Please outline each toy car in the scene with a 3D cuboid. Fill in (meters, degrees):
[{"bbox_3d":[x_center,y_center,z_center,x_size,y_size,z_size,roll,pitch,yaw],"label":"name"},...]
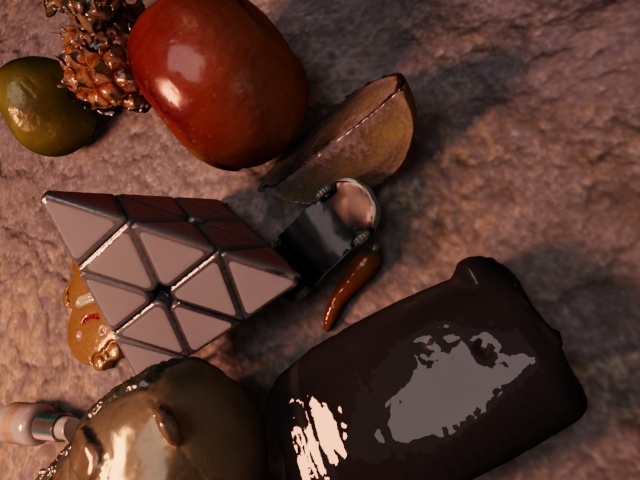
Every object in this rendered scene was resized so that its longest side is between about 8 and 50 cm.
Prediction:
[{"bbox_3d":[0.000,0.000,0.676,0.205,0.056,0.095,-45,75,21],"label":"toy car"}]

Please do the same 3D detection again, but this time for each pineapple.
[{"bbox_3d":[-0.370,-0.395,0.825,0.263,0.271,0.262,-1,63,1],"label":"pineapple"}]

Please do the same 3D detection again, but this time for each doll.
[{"bbox_3d":[-0.233,0.304,0.639,0.350,0.247,0.247,-30,65,30],"label":"doll"}]

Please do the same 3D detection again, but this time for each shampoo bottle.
[{"bbox_3d":[-0.501,0.328,0.877,0.192,0.074,0.074,-8,74,29],"label":"shampoo bottle"}]

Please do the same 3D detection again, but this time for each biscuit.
[{"bbox_3d":[-0.410,0.114,0.902,0.184,0.035,0.248,-15,72,26],"label":"biscuit"}]

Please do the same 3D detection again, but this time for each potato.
[{"bbox_3d":[0.045,-0.129,0.689,0.261,0.100,0.120,-30,28,36],"label":"potato"}]

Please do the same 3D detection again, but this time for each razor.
[{"bbox_3d":[0.098,0.174,0.553,0.349,0.113,0.204,-35,61,18],"label":"razor"}]

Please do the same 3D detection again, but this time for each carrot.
[{"bbox_3d":[0.039,0.062,0.662,0.035,0.035,0.142,41,106,30],"label":"carrot"}]

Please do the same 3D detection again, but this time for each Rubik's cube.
[{"bbox_3d":[-0.188,0.032,0.667,0.233,0.229,0.228,-25,77,-19],"label":"Rubik's cube"}]

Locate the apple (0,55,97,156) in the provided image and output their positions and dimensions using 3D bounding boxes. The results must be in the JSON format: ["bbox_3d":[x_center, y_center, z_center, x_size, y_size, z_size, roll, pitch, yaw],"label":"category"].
[{"bbox_3d":[-0.542,-0.267,0.984,0.157,0.196,0.196,-18,68,-1],"label":"apple"}]

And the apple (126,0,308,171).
[{"bbox_3d":[-0.143,-0.239,0.712,0.206,0.251,0.272,-37,50,11],"label":"apple"}]
